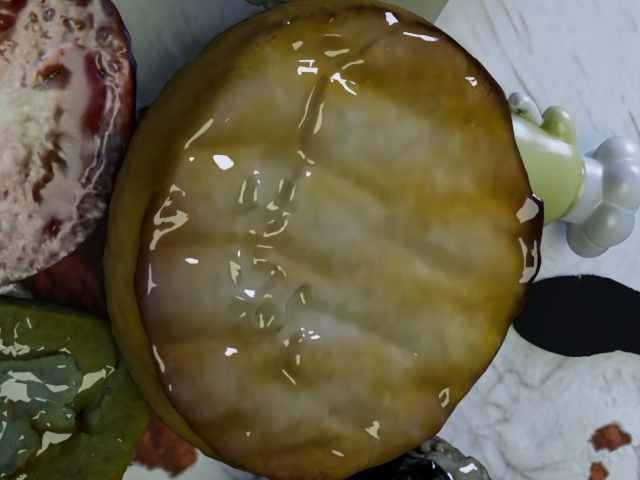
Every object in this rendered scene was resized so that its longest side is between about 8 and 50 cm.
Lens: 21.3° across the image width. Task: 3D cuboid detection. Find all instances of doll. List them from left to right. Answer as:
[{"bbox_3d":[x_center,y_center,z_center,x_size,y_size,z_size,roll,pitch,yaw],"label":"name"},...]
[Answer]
[{"bbox_3d":[0.153,-0.041,1.168,0.162,0.062,0.106,15,105,-25],"label":"doll"}]

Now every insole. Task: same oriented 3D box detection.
[{"bbox_3d":[0.220,0.061,1.256,0.188,0.004,0.064,12,99,-26],"label":"insole"}]

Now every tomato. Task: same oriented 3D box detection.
[{"bbox_3d":[-0.219,-0.080,0.978,0.225,0.085,0.225,-5,106,-19],"label":"tomato"}]

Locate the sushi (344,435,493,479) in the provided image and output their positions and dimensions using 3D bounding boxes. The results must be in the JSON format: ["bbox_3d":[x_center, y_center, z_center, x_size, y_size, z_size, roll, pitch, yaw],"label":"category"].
[{"bbox_3d":[0.096,0.276,1.148,0.171,0.211,0.350,-35,106,-5],"label":"sushi"}]

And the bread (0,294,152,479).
[{"bbox_3d":[-0.222,0.127,1.000,0.257,0.124,0.186,-41,99,-16],"label":"bread"}]

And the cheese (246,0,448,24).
[{"bbox_3d":[-0.044,-0.177,0.965,0.400,0.034,0.085,9,126,-50],"label":"cheese"}]

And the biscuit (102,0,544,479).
[{"bbox_3d":[0.000,0.000,1.030,0.296,0.102,0.296,-10,107,-35],"label":"biscuit"}]
